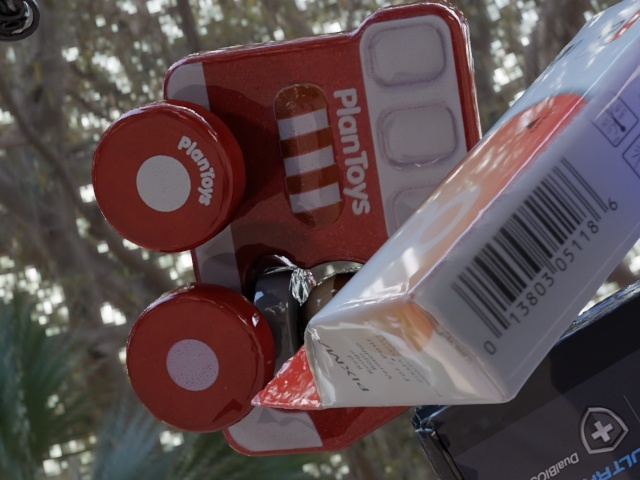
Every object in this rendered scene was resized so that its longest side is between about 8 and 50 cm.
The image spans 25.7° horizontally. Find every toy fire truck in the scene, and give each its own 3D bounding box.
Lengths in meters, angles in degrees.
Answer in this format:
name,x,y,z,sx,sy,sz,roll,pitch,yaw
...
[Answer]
name,x,y,z,sx,sy,sz,roll,pitch,yaw
toy fire truck,0.000,0.000,0.975,0.254,0.302,0.169,-7,10,16

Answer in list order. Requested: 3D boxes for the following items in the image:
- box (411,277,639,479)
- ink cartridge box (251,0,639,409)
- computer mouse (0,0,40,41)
name,x,y,z,sx,sy,sz,roll,pitch,yaw
box,0.234,0.126,0.568,0.295,0.293,0.073,-30,-5,-1
ink cartridge box,0.045,-0.011,0.453,0.145,0.045,0.179,-47,15,-22
computer mouse,-0.220,-0.257,0.828,0.184,0.060,0.262,17,-61,-22
